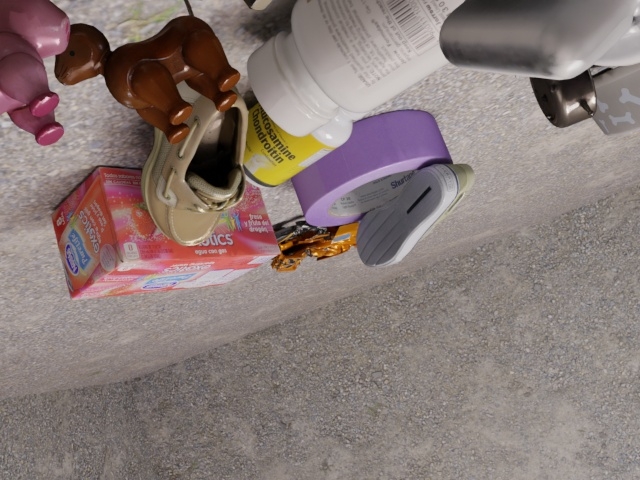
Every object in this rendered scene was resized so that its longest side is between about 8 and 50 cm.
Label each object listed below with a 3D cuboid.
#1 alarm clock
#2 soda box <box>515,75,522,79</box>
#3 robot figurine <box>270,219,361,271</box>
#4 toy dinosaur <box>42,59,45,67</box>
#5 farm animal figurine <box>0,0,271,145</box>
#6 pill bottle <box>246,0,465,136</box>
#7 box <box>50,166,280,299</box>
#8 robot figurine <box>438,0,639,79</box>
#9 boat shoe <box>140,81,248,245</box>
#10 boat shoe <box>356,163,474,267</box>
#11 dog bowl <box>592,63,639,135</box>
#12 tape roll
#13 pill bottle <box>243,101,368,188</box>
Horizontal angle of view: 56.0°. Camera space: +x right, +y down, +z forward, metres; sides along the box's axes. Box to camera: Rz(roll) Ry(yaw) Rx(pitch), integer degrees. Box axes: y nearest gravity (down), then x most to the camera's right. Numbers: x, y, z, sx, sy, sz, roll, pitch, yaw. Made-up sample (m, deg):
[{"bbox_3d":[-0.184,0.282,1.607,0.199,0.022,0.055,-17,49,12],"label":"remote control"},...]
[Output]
[{"bbox_3d":[0.354,-0.235,0.907,0.064,0.129,0.192,-21,-173,13],"label":"alarm clock"},{"bbox_3d":[0.248,-0.272,0.703,0.069,0.074,0.216,-23,166,14],"label":"soda box"},{"bbox_3d":[0.000,0.000,1.417,0.291,0.085,0.211,-15,165,-19],"label":"robot figurine"},{"bbox_3d":[-0.267,-0.139,0.396,0.064,0.118,0.268,14,-155,15],"label":"toy dinosaur"},{"bbox_3d":[-0.112,-0.194,0.314,0.327,0.172,0.330,-41,177,9],"label":"farm animal figurine"},{"bbox_3d":[0.045,-0.200,0.583,0.229,0.131,0.131,-27,165,29],"label":"pill bottle"},{"bbox_3d":[-0.230,-0.009,0.933,0.154,0.142,0.300,-30,163,37],"label":"box"},{"bbox_3d":[0.206,-0.246,0.350,0.353,0.200,0.300,-44,125,-6],"label":"robot figurine"},{"bbox_3d":[-0.142,-0.077,0.714,0.109,0.098,0.302,-22,152,-30],"label":"boat shoe"},{"bbox_3d":[0.166,-0.037,1.079,0.094,0.109,0.302,-13,163,-31],"label":"boat shoe"},{"bbox_3d":[0.567,-0.267,0.906,0.348,0.102,0.349,-25,-177,2],"label":"dog bowl"},{"bbox_3d":[0.089,-0.119,1.061,0.274,0.090,0.275,-18,167,-4],"label":"tape roll"},{"bbox_3d":[-0.026,-0.147,0.753,0.184,0.103,0.103,-29,164,34],"label":"pill bottle"}]
